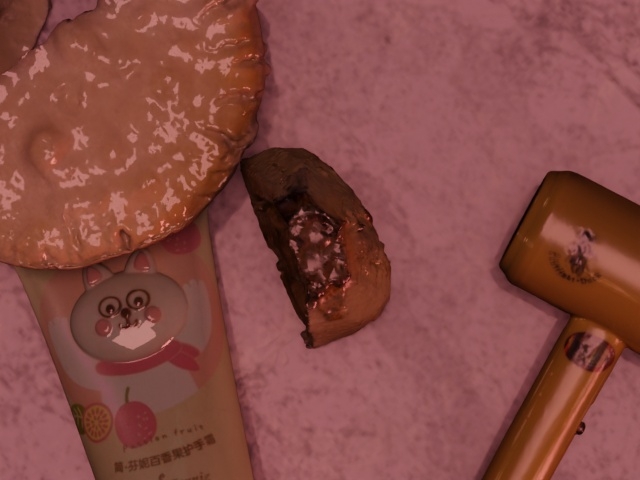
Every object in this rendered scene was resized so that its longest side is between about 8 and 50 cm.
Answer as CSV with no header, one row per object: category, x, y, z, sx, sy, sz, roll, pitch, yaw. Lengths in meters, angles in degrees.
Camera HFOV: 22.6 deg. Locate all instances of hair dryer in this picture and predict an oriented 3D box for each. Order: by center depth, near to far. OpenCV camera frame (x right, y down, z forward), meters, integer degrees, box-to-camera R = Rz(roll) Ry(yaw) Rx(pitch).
hair dryer,0.152,0.099,1.090,0.135,0.090,0.279,28,93,3

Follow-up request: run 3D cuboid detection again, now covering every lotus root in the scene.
lotus root,0.004,0.000,1.074,0.070,0.144,0.143,-21,94,-6

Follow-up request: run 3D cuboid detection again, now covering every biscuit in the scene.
biscuit,-0.136,-0.084,1.095,0.281,0.084,0.179,-44,75,-4

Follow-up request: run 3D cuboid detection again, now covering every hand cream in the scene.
hand cream,-0.110,0.119,1.099,0.147,0.093,0.306,-17,75,-1

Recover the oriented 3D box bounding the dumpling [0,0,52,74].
dumpling,-0.265,-0.200,1.112,0.172,0.142,0.247,-4,91,-31
